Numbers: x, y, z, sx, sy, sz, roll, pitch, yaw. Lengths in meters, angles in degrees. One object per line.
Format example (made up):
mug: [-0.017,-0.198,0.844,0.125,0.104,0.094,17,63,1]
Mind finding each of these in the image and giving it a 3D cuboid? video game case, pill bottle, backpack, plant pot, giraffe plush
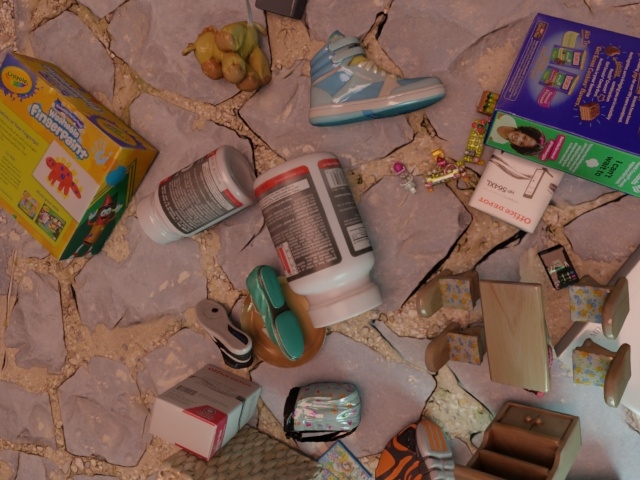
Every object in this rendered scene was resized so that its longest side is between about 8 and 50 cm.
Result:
video game case: [0.033,0.605,1.327,0.119,0.015,0.166,45,106,10]
pill bottle: [0.000,0.000,1.191,0.210,0.210,0.362,-21,87,19]
backpack: [0.008,0.405,1.256,0.182,0.152,0.115,-1,103,7]
pill bottle: [-0.311,-0.107,1.313,0.283,0.161,0.161,-25,86,18]
plant pot: [-0.092,0.206,1.331,0.236,0.032,0.236,2,95,18]
giraffe plush: [-0.238,-0.459,1.270,0.171,0.181,0.210,-4,84,26]

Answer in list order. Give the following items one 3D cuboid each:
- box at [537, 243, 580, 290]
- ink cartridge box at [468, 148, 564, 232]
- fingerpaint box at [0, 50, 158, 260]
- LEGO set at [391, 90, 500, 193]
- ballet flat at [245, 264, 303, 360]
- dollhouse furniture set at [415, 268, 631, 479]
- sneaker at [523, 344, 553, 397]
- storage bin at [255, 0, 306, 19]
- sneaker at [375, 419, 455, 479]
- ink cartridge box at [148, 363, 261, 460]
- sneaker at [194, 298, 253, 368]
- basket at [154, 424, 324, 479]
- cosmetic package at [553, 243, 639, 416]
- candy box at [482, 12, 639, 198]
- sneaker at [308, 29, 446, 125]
box: [0.504,0.056,1.105,0.052,0.062,0.083,-26,86,17]
ink cartridge box: [0.425,-0.134,1.105,0.148,0.086,0.203,26,100,15]
fingerpaint box: [-0.731,-0.229,1.443,0.445,0.163,0.371,38,105,12]
LEGO set: [0.296,-0.198,1.132,0.287,0.107,0.132,-40,81,17]
ballet flat: [-0.117,0.182,1.289,0.087,0.083,0.247,-25,85,43]
dollhouse furniture set: [0.371,0.277,1.004,0.362,0.256,0.394,1,109,41]
sneaker: [0.475,0.283,1.145,0.057,0.047,0.119,16,98,28]
storage bin: [-0.094,-0.590,1.247,0.135,0.098,0.091,21,111,16]
sneaker: [0.228,0.585,1.165,0.180,0.125,0.321,-42,39,35]
ink cartridge box: [-0.281,0.418,1.302,0.172,0.237,0.100,18,102,16]
sneaker: [-0.258,0.258,1.367,0.217,0.079,0.121,38,141,35]
basket: [-0.211,0.646,1.241,0.328,0.331,0.266,20,99,21]
cosmetic package: [0.706,0.168,1.031,0.284,0.097,0.377,36,104,16]
candy box: [0.516,-0.263,0.993,0.317,0.122,0.268,23,70,16]
sneaker: [0.112,-0.381,1.172,0.319,0.127,0.208,-6,93,18]
